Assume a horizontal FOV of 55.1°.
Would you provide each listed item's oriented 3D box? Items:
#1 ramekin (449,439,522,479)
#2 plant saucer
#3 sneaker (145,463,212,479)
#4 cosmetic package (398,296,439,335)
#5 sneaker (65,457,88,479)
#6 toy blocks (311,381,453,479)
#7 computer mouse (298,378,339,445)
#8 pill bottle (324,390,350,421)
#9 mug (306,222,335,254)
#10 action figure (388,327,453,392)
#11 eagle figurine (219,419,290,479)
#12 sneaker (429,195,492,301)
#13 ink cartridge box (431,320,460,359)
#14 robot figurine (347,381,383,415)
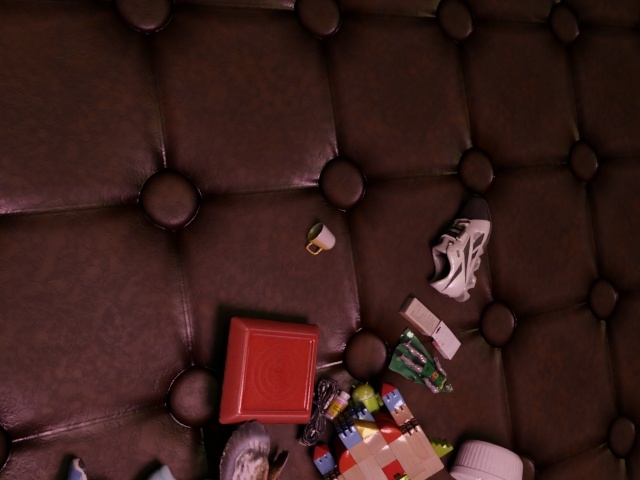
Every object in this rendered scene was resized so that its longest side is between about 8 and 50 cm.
[{"bbox_3d":[0.497,0.672,1.814,0.207,0.207,0.109,33,64,-21],"label":"ramekin"},{"bbox_3d":[-0.113,0.330,1.534,0.258,0.047,0.259,11,81,-31],"label":"plant saucer"},{"bbox_3d":[-0.269,0.665,1.470,0.366,0.135,0.150,39,74,-20],"label":"sneaker"},{"bbox_3d":[0.294,0.226,1.830,0.115,0.041,0.060,43,71,-17],"label":"cosmetic package"},{"bbox_3d":[-0.564,0.591,1.358,0.081,0.080,0.211,11,81,-27],"label":"sneaker"},{"bbox_3d":[0.134,0.557,1.631,0.381,0.191,0.261,-32,101,-3],"label":"toy blocks"},{"bbox_3d":[-0.091,0.406,1.614,0.272,0.072,0.189,35,70,-26],"label":"computer mouse"},{"bbox_3d":[0.047,0.457,1.690,0.043,0.043,0.083,41,70,-18],"label":"pill bottle"},{"bbox_3d":[0.002,-0.003,1.702,0.064,0.078,0.062,39,38,-28],"label":"mug"},{"bbox_3d":[0.314,0.383,1.821,0.232,0.063,0.137,42,67,-21],"label":"action figure"},{"bbox_3d":[-0.138,0.615,1.444,0.225,0.298,0.226,8,125,-32],"label":"eagle figurine"},{"bbox_3d":[0.417,0.008,1.861,0.146,0.122,0.331,21,77,-25],"label":"sneaker"},{"bbox_3d":[0.373,0.301,1.862,0.063,0.029,0.115,-50,115,-21],"label":"ink cartridge box"},{"bbox_3d":[0.126,0.454,1.716,0.101,0.067,0.115,-16,96,5],"label":"robot figurine"}]
